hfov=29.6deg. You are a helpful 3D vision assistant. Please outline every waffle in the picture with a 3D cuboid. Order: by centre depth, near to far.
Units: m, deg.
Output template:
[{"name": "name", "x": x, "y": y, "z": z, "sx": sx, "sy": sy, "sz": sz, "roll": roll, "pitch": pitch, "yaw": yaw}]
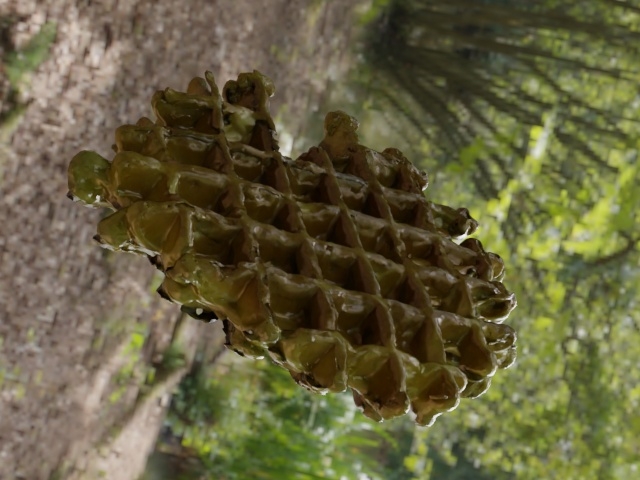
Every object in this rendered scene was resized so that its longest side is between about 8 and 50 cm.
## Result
[{"name": "waffle", "x": 0.000, "y": 0.000, "z": 0.635, "sx": 0.051, "sy": 0.232, "sz": 0.229, "roll": -55, "pitch": 167, "yaw": 30}]
